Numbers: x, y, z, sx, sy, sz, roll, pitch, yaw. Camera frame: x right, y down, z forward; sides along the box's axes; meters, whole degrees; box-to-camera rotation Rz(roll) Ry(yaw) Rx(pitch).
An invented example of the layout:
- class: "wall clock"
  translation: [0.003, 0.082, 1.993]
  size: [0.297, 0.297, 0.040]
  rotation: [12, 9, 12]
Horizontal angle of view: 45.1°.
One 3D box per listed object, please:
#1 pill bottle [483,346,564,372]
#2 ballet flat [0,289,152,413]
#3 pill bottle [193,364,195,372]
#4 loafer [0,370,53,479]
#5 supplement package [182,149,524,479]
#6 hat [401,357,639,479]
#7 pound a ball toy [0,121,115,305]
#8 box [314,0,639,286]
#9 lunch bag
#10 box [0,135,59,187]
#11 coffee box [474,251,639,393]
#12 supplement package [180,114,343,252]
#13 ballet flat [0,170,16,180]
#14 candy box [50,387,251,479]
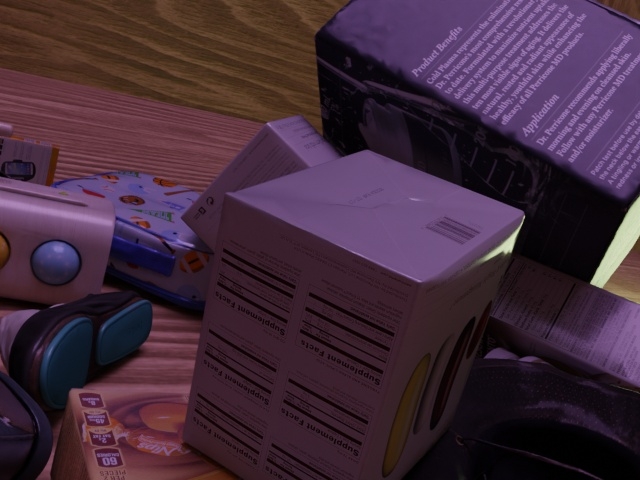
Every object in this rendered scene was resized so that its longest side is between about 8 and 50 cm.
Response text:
- class: "pill bottle"
  translation: [0.276, 0.202, 0.957]
  size: [0.094, 0.094, 0.169]
  rotation: [3, 20, -42]
- class: "ballet flat"
  translation: [-0.256, 0.104, 0.768]
  size: [0.096, 0.095, 0.280]
  rotation: [8, 3, 6]
- class: "pill bottle"
  translation: [-0.010, 0.138, 0.810]
  size: [0.131, 0.131, 0.229]
  rotation: [26, 17, 33]
- class: "loafer"
  translation: [-0.327, 0.105, 0.616]
  size: [0.267, 0.096, 0.084]
  rotation: [26, -9, 25]
- class: "supplement package"
  translation: [0.026, 0.063, 0.574]
  size: [0.149, 0.203, 0.194]
  rotation: [25, 27, 25]
- class: "hat"
  translation: [0.204, 0.245, 0.651]
  size: [0.331, 0.134, 0.331]
  rotation: [3, 26, -2]
- class: "pound a ball toy"
  translation: [-0.402, -0.043, 0.892]
  size: [0.319, 0.208, 0.136]
  rotation: [12, 15, -20]
- class: "box"
  translation: [0.269, -0.133, 1.196]
  size: [0.471, 0.297, 0.480]
  rotation: [36, -22, 22]
- class: "lunch bag"
  translation: [-0.246, -0.006, 1.126]
  size: [0.303, 0.115, 0.243]
  rotation: [20, 17, 10]
- class: "box"
  translation: [-0.536, -0.141, 1.356]
  size: [0.136, 0.081, 0.028]
  rotation: [11, 15, -22]
- class: "coffee box"
  translation: [0.343, 0.147, 1.044]
  size: [0.297, 0.119, 0.168]
  rotation: [24, -28, 26]
- class: "supplement package"
  translation: [0.000, 0.000, 1.022]
  size: [0.293, 0.175, 0.177]
  rotation: [45, 17, 0]
- class: "ballet flat"
  translation: [-0.470, -0.076, 1.254]
  size: [0.173, 0.049, 0.057]
  rotation: [16, 15, -3]
- class: "candy box"
  translation: [-0.068, 0.220, 0.527]
  size: [0.182, 0.088, 0.316]
  rotation: [9, 16, -29]
